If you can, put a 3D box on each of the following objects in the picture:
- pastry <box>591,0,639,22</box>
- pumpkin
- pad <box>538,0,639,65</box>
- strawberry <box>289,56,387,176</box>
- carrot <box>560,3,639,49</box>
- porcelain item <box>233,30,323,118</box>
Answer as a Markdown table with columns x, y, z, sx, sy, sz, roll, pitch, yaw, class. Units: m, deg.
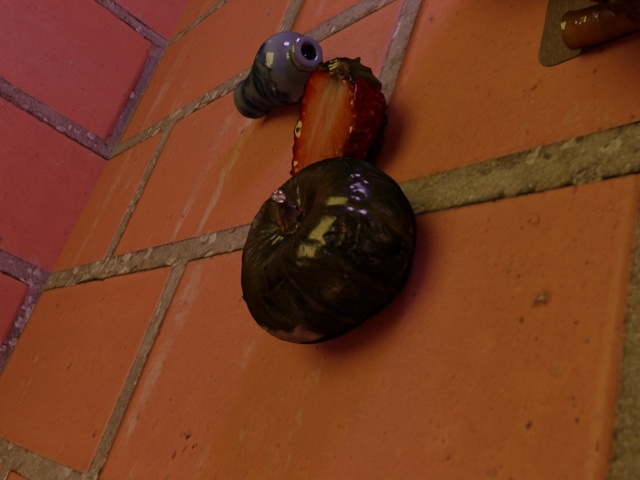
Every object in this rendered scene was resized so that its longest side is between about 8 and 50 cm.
| x | y | z | sx | sy | sz | roll | pitch | yaw | class |
| --- | --- | --- | --- | --- | --- | --- | --- | --- | --- |
| 0.355 | -0.330 | 0.558 | 0.405 | 0.292 | 0.337 | -19 | 57 | 22 | pastry |
| -0.002 | -0.001 | 0.866 | 0.260 | 0.189 | 0.260 | -33 | 39 | 32 | pumpkin |
| 0.362 | -0.341 | 0.840 | 0.176 | 0.002 | 0.266 | -14 | 51 | 49 | pad |
| 0.037 | -0.164 | 1.061 | 0.190 | 0.111 | 0.236 | 55 | 133 | 47 | strawberry |
| 0.339 | -0.250 | 0.745 | 0.139 | 0.048 | 0.048 | -3 | 60 | 51 | carrot |
| -0.085 | -0.325 | 1.349 | 0.259 | 0.141 | 0.141 | -18 | 47 | 59 | porcelain item |
